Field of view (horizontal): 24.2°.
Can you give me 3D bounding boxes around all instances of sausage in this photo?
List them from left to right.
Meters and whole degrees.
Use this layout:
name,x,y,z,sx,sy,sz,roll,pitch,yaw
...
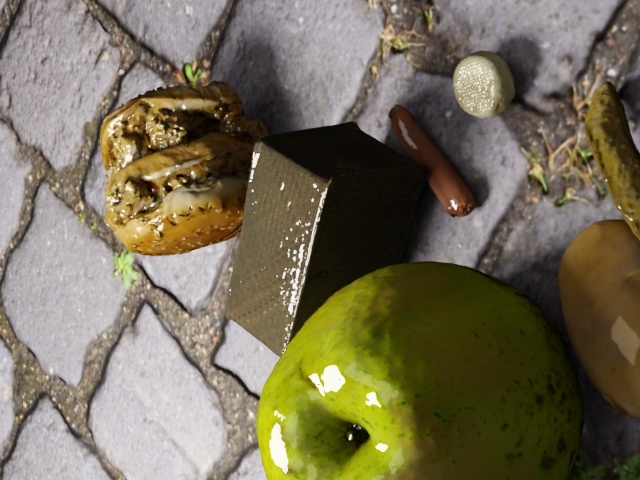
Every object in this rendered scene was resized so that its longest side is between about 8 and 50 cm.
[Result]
name,x,y,z,sx,sy,sz,roll,pitch,yaw
sausage,0.141,-0.100,1.913,0.040,0.047,0.177,-40,61,14

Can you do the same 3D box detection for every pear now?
name,x,y,z,sx,sy,sz,roll,pitch,yaw
pear,0.103,0.209,1.724,0.391,0.391,0.391,-2,88,44

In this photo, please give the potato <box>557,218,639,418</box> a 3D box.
name,x,y,z,sx,sy,sz,roll,pitch,yaw
potato,0.346,0.083,1.661,0.150,0.146,0.234,-23,69,7

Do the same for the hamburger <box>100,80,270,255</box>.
name,x,y,z,sx,sy,sz,roll,pitch,yaw
hamburger,-0.203,-0.089,2.097,0.245,0.260,0.211,-30,72,31

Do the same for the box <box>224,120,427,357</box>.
name,x,y,z,sx,sy,sz,roll,pitch,yaw
box,0.002,0.001,1.922,0.143,0.184,0.273,34,123,38

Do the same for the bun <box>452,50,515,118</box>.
name,x,y,z,sx,sy,sz,roll,pitch,yaw
bun,0.208,-0.194,1.849,0.086,0.055,0.086,19,116,47

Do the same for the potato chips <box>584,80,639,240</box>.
name,x,y,z,sx,sy,sz,roll,pitch,yaw
potato chips,0.370,-0.025,1.608,0.080,0.057,0.407,-27,51,2
